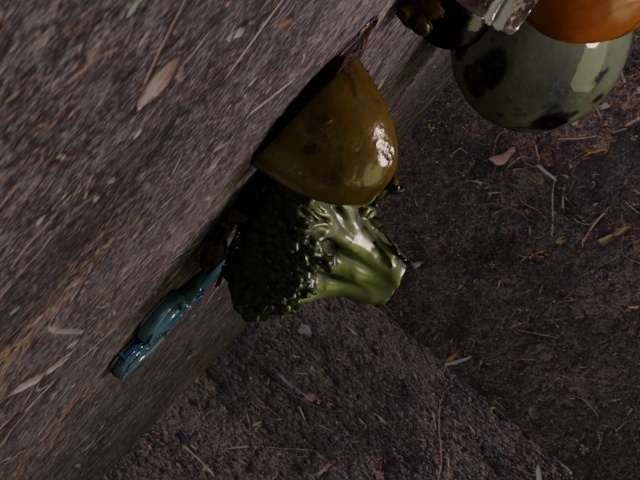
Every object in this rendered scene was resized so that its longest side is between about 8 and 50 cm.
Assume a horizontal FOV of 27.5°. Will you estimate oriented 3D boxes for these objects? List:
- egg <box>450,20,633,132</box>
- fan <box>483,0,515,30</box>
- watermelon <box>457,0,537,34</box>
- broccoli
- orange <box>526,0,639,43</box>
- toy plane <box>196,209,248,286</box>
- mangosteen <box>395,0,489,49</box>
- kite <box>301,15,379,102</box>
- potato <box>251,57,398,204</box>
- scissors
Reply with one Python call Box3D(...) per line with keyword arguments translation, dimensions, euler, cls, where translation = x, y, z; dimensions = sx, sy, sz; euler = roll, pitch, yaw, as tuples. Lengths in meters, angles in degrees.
Box3D(translation=(0.439, -0.408, 2.561), dimensions=(0.345, 0.345, 0.428), euler=(-47, 171, -43), cls="egg")
Box3D(translation=(0.294, -0.421, 1.463), dimensions=(0.012, 0.233, 0.414), euler=(32, -82, 53), cls="fan")
Box3D(translation=(0.198, -0.387, 1.573), dimensions=(0.310, 0.193, 0.232), euler=(-31, -146, 58), cls="watermelon")
Box3D(translation=(-0.020, -0.013, 2.026), dimensions=(0.324, 0.272, 0.334), euler=(26, -97, 52), cls="broccoli")
Box3D(translation=(0.454, -0.488, 2.229), dimensions=(0.312, 0.312, 0.312), euler=(-50, 177, -4), cls="orange")
Box3D(translation=(-0.150, 0.008, 1.943), dimensions=(0.031, 0.049, 0.120), euler=(-39, 151, -77), cls="toy plane")
Box3D(translation=(0.178, -0.339, 1.897), dimensions=(0.151, 0.137, 0.137), euler=(-11, 160, -21), cls="mangosteen")
Box3D(translation=(0.035, -0.247, 1.833), dimensions=(0.183, 0.014, 0.241), euler=(-51, 178, 27), cls="kite")
Box3D(translation=(0.031, -0.127, 1.793), dimensions=(0.203, 0.158, 0.178), euler=(-49, -179, -10), cls="potato")
Box3D(translation=(-0.217, 0.095, 2.159), dimensions=(0.180, 0.032, 0.393), euler=(-52, 177, 39), cls="scissors")
